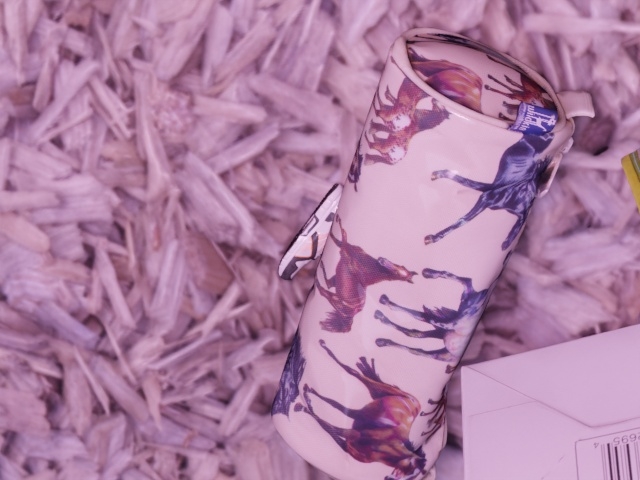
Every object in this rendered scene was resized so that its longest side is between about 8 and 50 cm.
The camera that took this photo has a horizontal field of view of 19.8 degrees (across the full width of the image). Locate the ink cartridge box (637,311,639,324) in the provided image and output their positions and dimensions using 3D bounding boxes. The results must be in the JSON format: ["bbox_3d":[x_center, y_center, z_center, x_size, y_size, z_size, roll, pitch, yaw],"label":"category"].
[{"bbox_3d":[0.322,0.040,1.622,0.052,0.088,0.122,16,115,5],"label":"ink cartridge box"}]

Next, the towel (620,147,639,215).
[{"bbox_3d":[0.361,-0.101,1.554,0.237,0.102,0.021,-38,133,23],"label":"towel"}]

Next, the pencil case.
[{"bbox_3d":[0.090,0.027,1.626,0.183,0.160,0.410,19,115,-1],"label":"pencil case"}]

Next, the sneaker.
[{"bbox_3d":[0.000,0.000,1.699,0.043,0.040,0.109,36,115,-6],"label":"sneaker"}]

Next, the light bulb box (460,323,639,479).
[{"bbox_3d":[0.343,0.260,1.577,0.357,0.225,0.361,-15,129,17],"label":"light bulb box"}]
